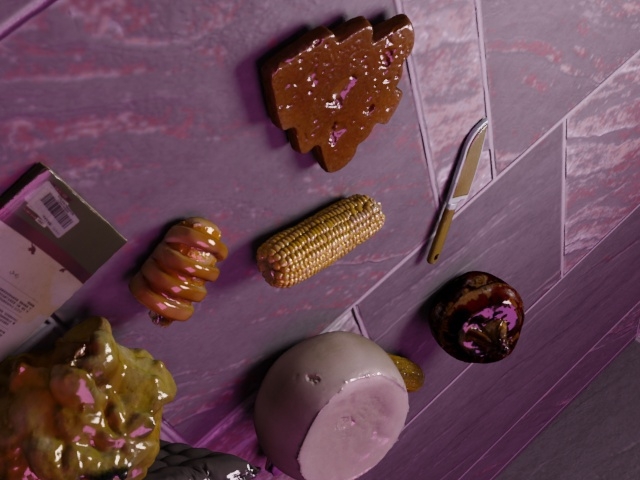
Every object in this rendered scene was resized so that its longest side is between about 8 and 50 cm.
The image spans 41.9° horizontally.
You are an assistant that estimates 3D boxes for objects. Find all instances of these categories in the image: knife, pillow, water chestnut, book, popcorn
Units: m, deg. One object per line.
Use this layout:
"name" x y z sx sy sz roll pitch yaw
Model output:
"knife" 0.283 -0.098 1.732 0.061 0.027 0.343 -13 130 -36
"pillow" -0.286 0.388 1.340 0.228 0.326 0.101 -2 92 -47
"water chestnut" 0.371 0.188 1.947 0.223 0.238 0.224 -4 116 -8
"book" -0.407 0.052 1.083 0.289 0.026 0.201 -44 147 -8
"popcorn" -0.345 0.250 1.183 0.286 0.252 0.215 -39 -171 -37

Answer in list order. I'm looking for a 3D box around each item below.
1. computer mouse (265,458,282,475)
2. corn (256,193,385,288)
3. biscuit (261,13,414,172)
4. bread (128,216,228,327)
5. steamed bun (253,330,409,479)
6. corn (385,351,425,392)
"computer mouse" -0.006 0.435 1.900 0.310 0.072 0.158 -9 128 -44
"corn" 0.000 0.000 1.444 0.244 0.093 0.093 -28 142 -29
"biscuit" 0.020 -0.239 1.268 0.301 0.043 0.278 9 119 -51
"bread" -0.210 0.048 1.261 0.177 0.084 0.119 -55 147 3
"steamed bun" 0.012 0.328 1.679 0.324 0.206 0.324 -20 127 -28
"corn" 0.159 0.309 1.945 0.097 0.097 0.320 -54 149 8
